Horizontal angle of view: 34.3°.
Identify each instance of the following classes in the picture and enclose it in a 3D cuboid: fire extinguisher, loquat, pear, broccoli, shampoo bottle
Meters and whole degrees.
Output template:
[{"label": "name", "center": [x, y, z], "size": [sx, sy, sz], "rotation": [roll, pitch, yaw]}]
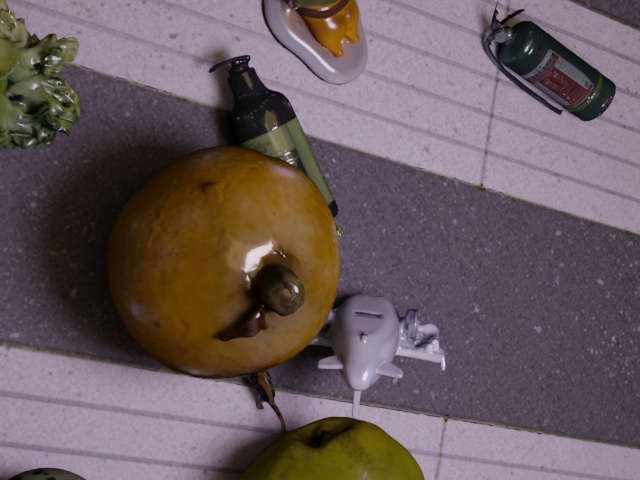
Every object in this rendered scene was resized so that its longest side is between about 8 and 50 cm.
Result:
[{"label": "fire extinguisher", "center": [0.393, -0.318, 1.847], "size": [0.294, 0.118, 0.093], "rotation": [29, 40, -25]}, {"label": "loquat", "center": [-0.120, 0.035, 1.402], "size": [0.328, 0.359, 0.328], "rotation": [-5, 102, -26]}, {"label": "pear", "center": [0.014, 0.433, 1.513], "size": [0.287, 0.287, 0.375], "rotation": [-14, 115, -29]}, {"label": "broccoli", "center": [-0.441, -0.218, 1.287], "size": [0.288, 0.245, 0.248], "rotation": [-22, 90, -33]}, {"label": "shampoo bottle", "center": [-0.072, -0.147, 1.573], "size": [0.101, 0.101, 0.284], "rotation": [-30, 102, -27]}]

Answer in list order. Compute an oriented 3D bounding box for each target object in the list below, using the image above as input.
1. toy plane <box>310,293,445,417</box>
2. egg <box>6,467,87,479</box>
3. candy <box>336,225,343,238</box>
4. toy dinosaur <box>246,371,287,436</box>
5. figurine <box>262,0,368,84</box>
[{"label": "toy plane", "center": [0.067, 0.159, 1.579], "size": [0.252, 0.252, 0.118], "rotation": [-8, 116, -29]}, {"label": "egg", "center": [-0.347, 0.402, 1.357], "size": [0.177, 0.177, 0.228], "rotation": [-42, 123, -24]}, {"label": "candy", "center": [0.000, 0.000, 1.654], "size": [0.083, 0.025, 0.023], "rotation": [-25, 118, -21]}, {"label": "toy dinosaur", "center": [-0.092, 0.215, 1.582], "size": [0.037, 0.058, 0.180], "rotation": [-23, 85, -37]}, {"label": "figurine", "center": [0.021, -0.369, 1.612], "size": [0.166, 0.141, 0.250], "rotation": [-47, 110, -24]}]
